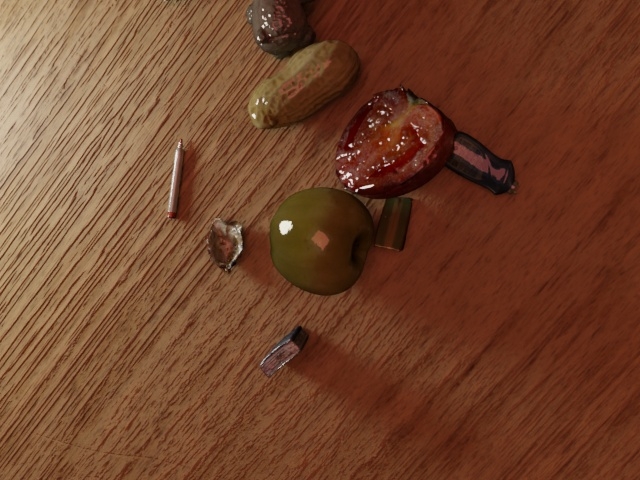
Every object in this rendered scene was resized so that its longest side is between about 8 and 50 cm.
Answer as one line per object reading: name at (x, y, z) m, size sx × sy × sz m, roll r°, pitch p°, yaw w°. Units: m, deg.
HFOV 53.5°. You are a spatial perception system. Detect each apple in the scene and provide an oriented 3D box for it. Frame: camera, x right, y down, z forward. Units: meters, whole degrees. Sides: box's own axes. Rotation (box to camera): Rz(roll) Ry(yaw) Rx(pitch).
apple at (0.000, 0.000, 1.544) m, size 0.262 × 0.262 × 0.262 m, roll 0°, pitch 91°, yaw 11°

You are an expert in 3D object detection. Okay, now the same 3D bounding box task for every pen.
pen at (-0.392, -0.168, 1.723) m, size 0.026 × 0.026 × 0.218 m, roll 8°, pitch 93°, yaw 10°

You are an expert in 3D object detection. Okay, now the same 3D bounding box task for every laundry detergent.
laundry detergent at (0.400, -0.179, 1.558) m, size 0.206 × 0.061 × 0.096 m, roll 35°, pitch 96°, yaw 8°

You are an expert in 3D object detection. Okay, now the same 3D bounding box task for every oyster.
oyster at (-0.251, 0.016, 1.688) m, size 0.103 × 0.051 × 0.148 m, roll 6°, pitch 77°, yaw 13°

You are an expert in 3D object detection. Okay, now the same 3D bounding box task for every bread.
bread at (0.184, -0.046, 1.590) m, size 0.074 × 0.084 × 0.139 m, roll 13°, pitch 93°, yaw 11°

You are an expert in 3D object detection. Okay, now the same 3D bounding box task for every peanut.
peanut at (-0.047, -0.390, 1.598) m, size 0.313 × 0.152 × 0.152 m, roll -35°, pitch 85°, yaw 15°

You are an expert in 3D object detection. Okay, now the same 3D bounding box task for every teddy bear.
teddy bear at (-0.106, -0.601, 1.597) m, size 0.236 × 0.151 × 0.267 m, roll -11°, pitch 78°, yaw 38°

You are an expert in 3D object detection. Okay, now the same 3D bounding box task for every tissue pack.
tissue pack at (-0.091, 0.280, 1.611) m, size 0.112 × 0.156 × 0.051 m, roll -42°, pitch 88°, yaw 8°

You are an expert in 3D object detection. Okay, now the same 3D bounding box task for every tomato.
tomato at (0.198, -0.209, 1.543) m, size 0.309 × 0.170 × 0.308 m, roll -20°, pitch 59°, yaw 38°
